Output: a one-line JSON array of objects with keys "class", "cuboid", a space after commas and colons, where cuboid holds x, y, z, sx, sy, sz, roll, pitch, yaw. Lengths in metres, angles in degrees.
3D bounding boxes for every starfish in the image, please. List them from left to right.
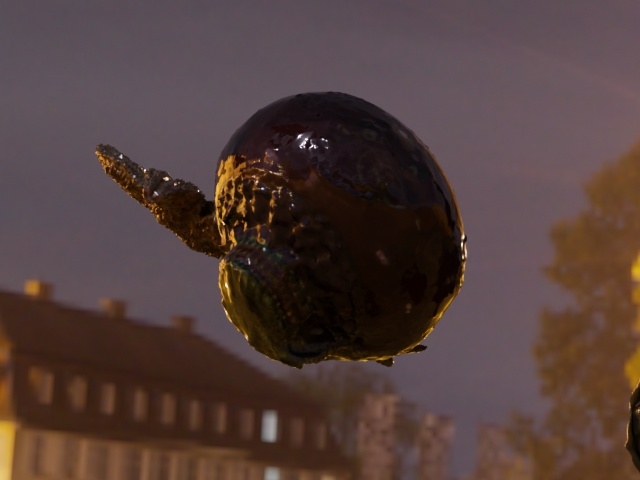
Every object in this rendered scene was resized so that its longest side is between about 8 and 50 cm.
[{"class": "starfish", "cuboid": [-0.104, -0.019, 1.477, 0.240, 0.043, 0.227, 35, -6, 34]}]

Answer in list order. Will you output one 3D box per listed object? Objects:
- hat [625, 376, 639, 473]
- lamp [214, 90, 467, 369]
[{"class": "hat", "cuboid": [0.307, 0.121, 1.069, 0.245, 0.214, 0.149, -12, 16, 5]}, {"class": "lamp", "cuboid": [0.002, -0.002, 1.002, 0.135, 0.157, 0.156, -32, -14, -26]}]
